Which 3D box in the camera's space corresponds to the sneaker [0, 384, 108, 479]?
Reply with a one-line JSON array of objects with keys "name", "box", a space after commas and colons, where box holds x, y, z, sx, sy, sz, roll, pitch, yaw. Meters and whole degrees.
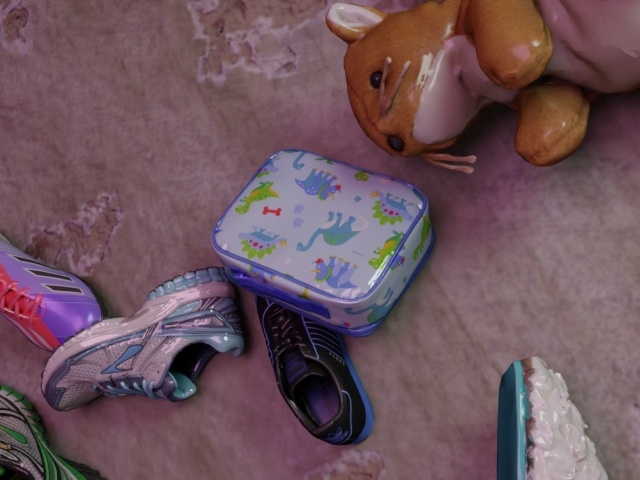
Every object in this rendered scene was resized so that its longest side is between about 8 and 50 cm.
[{"name": "sneaker", "box": [-0.407, 0.271, 1.143, 0.343, 0.146, 0.134, 25, 88, 30]}]

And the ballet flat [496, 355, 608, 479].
[{"name": "ballet flat", "box": [0.222, 0.316, 0.849, 0.147, 0.147, 0.409, 1, 80, 26]}]

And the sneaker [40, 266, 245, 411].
[{"name": "sneaker", "box": [-0.215, 0.146, 1.104, 0.283, 0.110, 0.122, -33, 68, 15]}]

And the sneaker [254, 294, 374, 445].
[{"name": "sneaker", "box": [-0.020, 0.120, 1.022, 0.081, 0.090, 0.232, -38, 64, 13]}]

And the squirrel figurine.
[{"name": "squirrel figurine", "box": [0.200, -0.248, 0.949, 0.370, 0.281, 0.397, -20, 49, 34]}]

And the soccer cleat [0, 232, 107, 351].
[{"name": "soccer cleat", "box": [-0.415, 0.058, 1.219, 0.318, 0.116, 0.109, 28, 90, 30]}]

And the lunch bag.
[{"name": "lunch bag", "box": [0.000, 0.000, 1.018, 0.219, 0.090, 0.176, 20, 61, 27]}]
